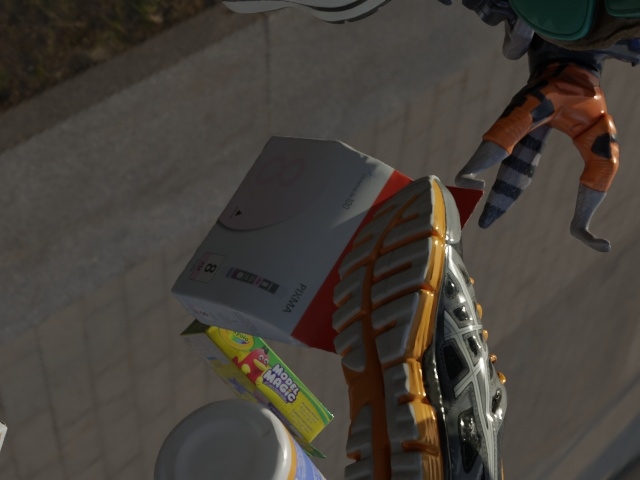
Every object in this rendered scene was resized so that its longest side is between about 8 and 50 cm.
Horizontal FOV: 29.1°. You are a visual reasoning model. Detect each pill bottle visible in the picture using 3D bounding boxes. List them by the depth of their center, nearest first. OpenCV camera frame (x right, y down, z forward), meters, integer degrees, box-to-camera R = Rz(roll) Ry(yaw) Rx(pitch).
[{"bbox_3d":[-0.060,0.300,1.353,0.152,0.152,0.272,-42,140,-10],"label":"pill bottle"}]

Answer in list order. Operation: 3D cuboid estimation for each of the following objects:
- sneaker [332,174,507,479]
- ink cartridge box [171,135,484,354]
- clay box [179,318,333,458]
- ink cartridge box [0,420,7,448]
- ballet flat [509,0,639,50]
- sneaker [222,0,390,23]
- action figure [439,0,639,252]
[{"bbox_3d":[0.061,0.067,0.680,0.083,0.215,0.084,17,153,-30],"label":"sneaker"},{"bbox_3d":[0.000,0.000,1.077,0.066,0.232,0.189,47,64,-34],"label":"ink cartridge box"},{"bbox_3d":[-0.072,0.180,1.555,0.053,0.222,0.127,-46,-169,-18],"label":"clay box"},{"bbox_3d":[-0.500,0.342,1.567,0.208,0.045,0.206,-25,139,-66],"label":"ink cartridge box"},{"bbox_3d":[0.264,-0.207,0.985,0.124,0.342,0.116,5,96,-14],"label":"ballet flat"},{"bbox_3d":[-0.086,-0.375,1.532,0.257,0.447,0.169,9,87,-40],"label":"sneaker"},{"bbox_3d":[0.221,-0.189,1.345,0.178,0.341,0.330,152,-44,-71],"label":"action figure"}]
